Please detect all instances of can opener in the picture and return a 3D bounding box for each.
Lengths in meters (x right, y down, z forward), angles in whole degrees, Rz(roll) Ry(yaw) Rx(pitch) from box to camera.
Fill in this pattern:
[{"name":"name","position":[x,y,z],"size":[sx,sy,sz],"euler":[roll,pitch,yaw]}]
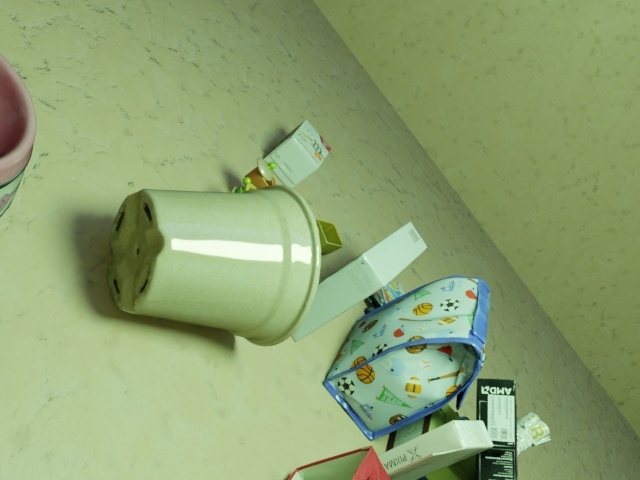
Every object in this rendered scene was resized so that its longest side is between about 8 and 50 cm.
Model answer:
[{"name":"can opener","position":[0.152,0.170,1.828],"size":[0.073,0.059,0.186],"euler":[-5,64,-58]}]

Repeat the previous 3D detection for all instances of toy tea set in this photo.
[{"name":"toy tea set","position":[-0.107,-0.058,1.490],"size":[0.200,0.124,0.336],"euler":[11,57,-66]}]

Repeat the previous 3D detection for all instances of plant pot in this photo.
[{"name":"plant pot","position":[-0.222,0.034,1.175],"size":[0.305,0.334,0.334],"euler":[8,52,-39]},{"name":"plant pot","position":[0.000,0.000,1.753],"size":[0.081,0.083,0.082],"euler":[14,47,-51]}]

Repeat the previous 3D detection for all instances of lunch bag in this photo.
[{"name":"lunch bag","position":[0.251,0.270,1.524],"size":[0.239,0.385,0.328],"euler":[50,27,-8]}]

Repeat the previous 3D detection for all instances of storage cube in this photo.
[{"name":"storage cube","position":[0.034,0.521,1.106],"size":[0.193,0.215,0.183],"euler":[61,27,-2]}]

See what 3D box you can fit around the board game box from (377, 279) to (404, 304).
[{"name":"board game box","position":[0.226,0.206,1.927],"size":[0.136,0.035,0.201],"euler":[28,38,-41]}]

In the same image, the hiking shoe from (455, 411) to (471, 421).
[{"name":"hiking shoe","position":[0.478,0.640,1.760],"size":[0.304,0.113,0.132],"euler":[60,23,2]}]

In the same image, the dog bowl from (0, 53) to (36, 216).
[{"name":"dog bowl","position":[-0.630,-0.203,0.934],"size":[0.408,0.150,0.408],"euler":[38,32,-30]}]

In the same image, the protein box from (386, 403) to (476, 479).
[{"name":"protein box","position":[0.287,0.534,1.552],"size":[0.200,0.136,0.201],"euler":[50,28,-10]}]

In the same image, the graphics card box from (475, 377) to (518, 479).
[{"name":"graphics card box","position":[0.406,0.509,1.415],"size":[0.233,0.094,0.371],"euler":[45,46,-68]}]

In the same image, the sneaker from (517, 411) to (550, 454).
[{"name":"sneaker","position":[0.526,0.528,1.644],"size":[0.108,0.169,0.292],"euler":[63,16,11]}]

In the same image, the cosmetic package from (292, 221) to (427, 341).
[{"name":"cosmetic package","position":[0.093,0.097,1.579],"size":[0.097,0.284,0.377],"euler":[57,28,2]}]

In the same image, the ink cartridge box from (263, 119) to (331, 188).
[{"name":"ink cartridge box","position":[-0.068,-0.265,1.893],"size":[0.128,0.127,0.176],"euler":[48,29,-13]}]

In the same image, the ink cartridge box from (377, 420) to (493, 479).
[{"name":"ink cartridge box","position":[0.175,0.463,1.285],"size":[0.261,0.296,0.066],"euler":[18,44,-49]}]
